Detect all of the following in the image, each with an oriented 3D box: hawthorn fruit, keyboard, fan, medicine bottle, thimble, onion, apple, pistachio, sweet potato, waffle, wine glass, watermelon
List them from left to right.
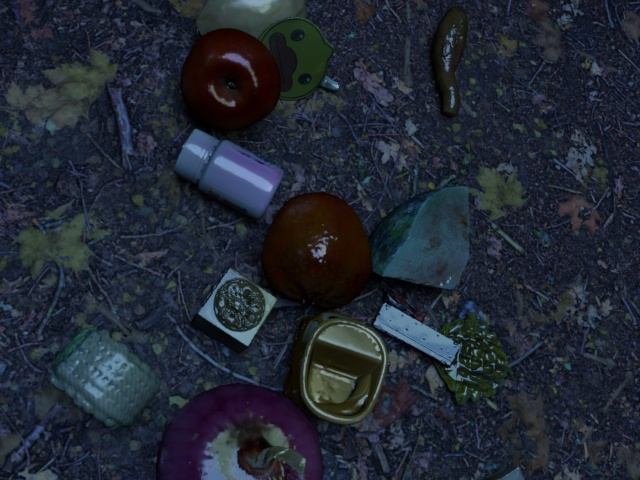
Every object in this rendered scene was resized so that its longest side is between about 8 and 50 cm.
[{"bbox_3d":[-0.461,0.294,1.411,0.219,0.219,0.150,40,67,0],"label":"thimble"},{"bbox_3d":[-0.232,-0.171,1.689,0.254,0.152,0.152,28,65,-5],"label":"medicine bottle"},{"bbox_3d":[-0.230,-0.409,1.717,0.260,0.216,0.261,-2,107,-7],"label":"apple"},{"bbox_3d":[-0.165,0.462,1.403,0.358,0.345,0.358,8,36,-6],"label":"onion"},{"bbox_3d":[-0.194,-0.624,1.846,0.317,0.193,0.214,-24,95,-9],"label":"pistachio"},{"bbox_3d":[-0.117,-0.491,1.840,0.334,0.230,0.011,-15,31,-7],"label":"fan"},{"bbox_3d":[0.000,0.000,1.632,0.286,0.287,0.331,13,68,-12],"label":"hawthorn fruit"},{"bbox_3d":[0.015,-0.463,1.935,0.083,0.042,0.039,20,104,-12],"label":"wine glass"},{"bbox_3d":[0.250,0.246,1.727,0.231,0.023,0.072,29,80,6],"label":"keyboard"},{"bbox_3d":[0.273,0.022,1.751,0.258,0.228,0.387,51,55,-5],"label":"watermelon"},{"bbox_3d":[0.397,-0.568,2.056,0.109,0.109,0.386,13,73,-12],"label":"sweet potato"},{"bbox_3d":[0.403,0.312,1.762,0.204,0.054,0.224,-24,78,-24],"label":"waffle"}]

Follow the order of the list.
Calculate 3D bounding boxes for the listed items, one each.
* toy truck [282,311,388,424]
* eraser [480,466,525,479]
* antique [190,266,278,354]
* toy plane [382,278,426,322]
[{"bbox_3d":[0.033,0.299,1.562,0.204,0.212,0.288,20,63,-8],"label":"toy truck"},{"bbox_3d":[0.369,0.688,1.602,0.343,0.078,0.144,-22,80,-23],"label":"eraser"},{"bbox_3d":[-0.206,0.166,1.577,0.151,0.148,0.147,34,67,-6],"label":"antique"},{"bbox_3d":[0.218,0.170,1.767,0.145,0.037,0.060,40,54,5],"label":"toy plane"}]
